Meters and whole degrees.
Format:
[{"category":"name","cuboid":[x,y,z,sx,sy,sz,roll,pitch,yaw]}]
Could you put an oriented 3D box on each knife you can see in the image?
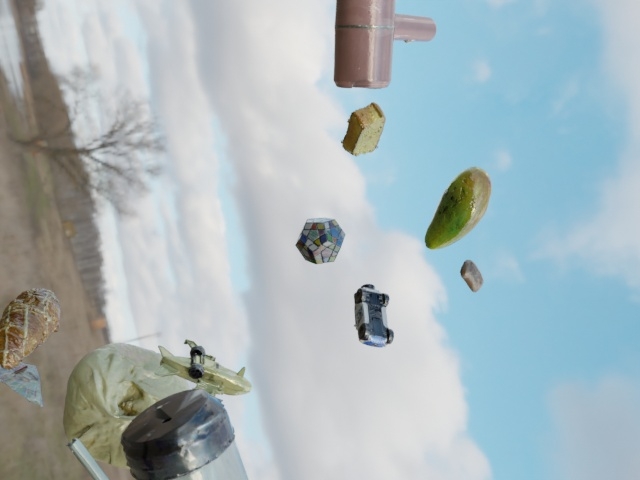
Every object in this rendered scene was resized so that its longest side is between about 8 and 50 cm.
[{"category":"knife","cuboid":[-0.408,0.426,1.529,0.044,0.023,0.162,-6,-61,57]}]

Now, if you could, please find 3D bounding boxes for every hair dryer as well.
[{"category":"hair dryer","cuboid":[0.160,-0.442,1.834,0.125,0.352,0.210,12,-74,36]}]

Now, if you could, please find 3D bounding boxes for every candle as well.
[{"category":"candle","cuboid":[-0.247,0.490,1.681,0.343,0.221,0.221,71,-15,-13]}]

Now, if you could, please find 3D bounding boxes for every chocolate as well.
[{"category":"chocolate","cuboid":[0.421,0.100,2.304,0.031,0.064,0.101,-2,-43,42]}]

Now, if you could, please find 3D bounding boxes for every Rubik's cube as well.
[{"category":"Rubik's cube","cuboid":[0.000,0.000,1.825,0.111,0.093,0.111,40,-27,26]}]

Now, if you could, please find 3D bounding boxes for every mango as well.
[{"category":"mango","cuboid":[0.333,-0.070,2.032,0.111,0.233,0.125,35,11,6]}]

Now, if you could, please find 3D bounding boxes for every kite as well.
[{"category":"kite","cuboid":[-0.663,0.283,1.734,0.012,0.229,0.250,-64,164,12]}]

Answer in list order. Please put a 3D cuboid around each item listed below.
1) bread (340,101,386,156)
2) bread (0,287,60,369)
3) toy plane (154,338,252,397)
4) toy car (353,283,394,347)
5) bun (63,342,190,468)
[{"category":"bread","cuboid":[0.121,-0.301,2.347,0.065,0.103,0.187,54,-30,20]},{"category":"bread","cuboid":[-0.547,0.148,1.573,0.233,0.104,0.076,-84,175,-59]},{"category":"toy plane","cuboid":[-0.276,0.317,2.013,0.229,0.244,0.092,-102,-150,-60]},{"category":"toy car","cuboid":[0.121,0.181,2.025,0.070,0.080,0.171,126,-31,-44]},{"category":"bun","cuboid":[-0.534,0.455,2.297,0.213,0.361,0.361,149,-73,-81]}]
